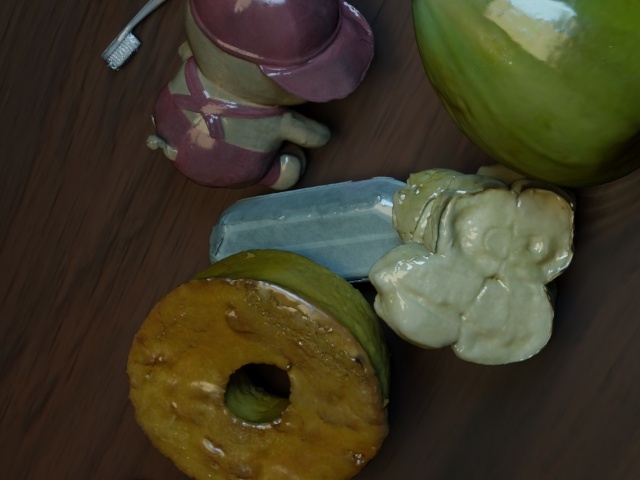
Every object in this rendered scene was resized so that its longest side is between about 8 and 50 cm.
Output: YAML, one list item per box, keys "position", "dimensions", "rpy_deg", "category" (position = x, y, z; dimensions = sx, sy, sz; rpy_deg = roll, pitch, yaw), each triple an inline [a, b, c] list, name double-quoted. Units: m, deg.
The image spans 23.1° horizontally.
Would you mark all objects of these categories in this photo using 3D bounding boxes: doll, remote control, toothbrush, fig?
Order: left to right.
- position: [-0.131, -0.274, 1.580]
  dimensions: [0.024, 0.021, 0.288]
  rpy_deg: [45, 118, -1]
  category: "toothbrush"
- position: [-0.061, -0.170, 1.496]
  dimensions: [0.196, 0.152, 0.256]
  rpy_deg: [17, 129, -10]
  category: "doll"
- position: [0.000, 0.000, 1.550]
  dimensions: [0.247, 0.052, 0.104]
  rpy_deg: [-9, 116, 28]
  category: "remote control"
- position: [0.196, -0.177, 1.303]
  dimensions: [0.271, 0.239, 0.239]
  rpy_deg: [30, 121, -27]
  category: "fig"

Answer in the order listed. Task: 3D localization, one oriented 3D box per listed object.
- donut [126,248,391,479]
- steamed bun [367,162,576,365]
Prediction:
- position: [-0.049, 0.130, 1.550]
  dimensions: [0.277, 0.108, 0.278]
  rpy_deg: [11, 123, 17]
  category: "donut"
- position: [0.133, 0.017, 1.448]
  dimensions: [0.192, 0.106, 0.177]
  rpy_deg: [0, 104, -11]
  category: "steamed bun"
